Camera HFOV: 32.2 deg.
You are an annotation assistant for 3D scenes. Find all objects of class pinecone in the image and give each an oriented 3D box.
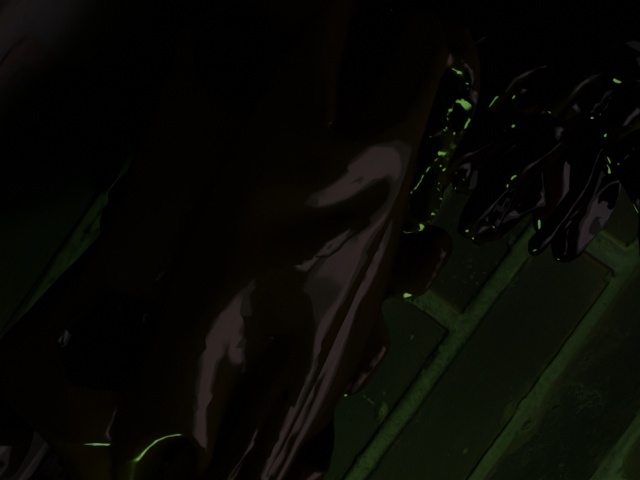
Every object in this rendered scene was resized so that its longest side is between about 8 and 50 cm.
[{"bbox_3d":[0.208,-0.156,0.910,0.398,0.397,0.398,-52,172,-11],"label":"pinecone"}]

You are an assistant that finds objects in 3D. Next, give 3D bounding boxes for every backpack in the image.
[{"bbox_3d":[-0.048,0.014,0.668,0.354,0.201,0.378,-63,177,-9],"label":"backpack"}]

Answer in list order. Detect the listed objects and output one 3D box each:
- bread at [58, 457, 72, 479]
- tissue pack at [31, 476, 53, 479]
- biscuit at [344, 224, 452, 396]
[{"bbox_3d":[-0.132,0.127,1.030,0.235,0.099,0.210,-44,168,-51],"label":"bread"},{"bbox_3d":[-0.245,0.291,1.064,0.090,0.103,0.170,-59,174,-19],"label":"tissue pack"},{"bbox_3d":[0.000,0.001,0.900,0.047,0.208,0.164,-8,135,-52],"label":"biscuit"}]
